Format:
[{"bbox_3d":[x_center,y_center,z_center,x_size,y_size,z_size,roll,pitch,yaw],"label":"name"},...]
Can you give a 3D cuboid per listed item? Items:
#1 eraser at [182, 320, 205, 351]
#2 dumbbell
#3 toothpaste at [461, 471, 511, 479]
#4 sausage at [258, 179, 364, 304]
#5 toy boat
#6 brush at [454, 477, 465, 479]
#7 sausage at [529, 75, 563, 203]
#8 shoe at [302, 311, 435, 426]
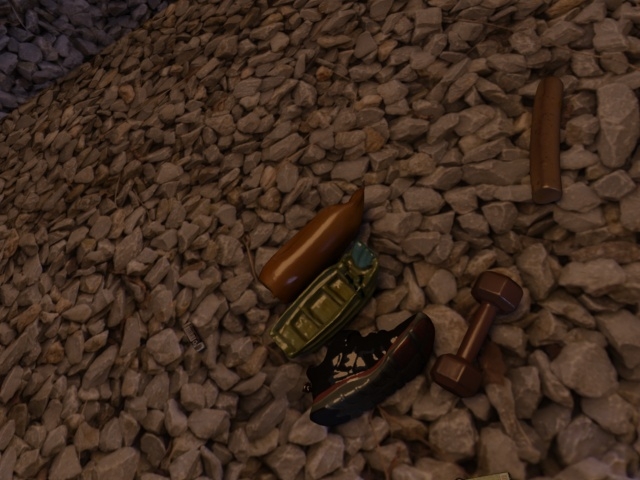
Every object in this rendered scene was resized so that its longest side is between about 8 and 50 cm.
[{"bbox_3d":[-0.298,0.225,1.319,0.027,0.019,0.099,-33,51,-13],"label":"eraser"},{"bbox_3d":[0.281,0.165,1.009,0.082,0.092,0.231,29,76,8],"label":"dumbbell"},{"bbox_3d":[0.268,0.395,0.918,0.083,0.017,0.020,-18,57,17],"label":"toothpaste"},{"bbox_3d":[0.002,0.001,1.239,0.328,0.112,0.112,-46,51,-5],"label":"sausage"},{"bbox_3d":[0.020,0.130,1.174,0.276,0.084,0.111,-47,54,-1],"label":"toy boat"},{"bbox_3d":[0.290,0.439,0.872,0.193,0.016,0.063,18,94,28],"label":"brush"},{"bbox_3d":[0.467,-0.216,1.159,0.065,0.066,0.301,-2,59,27],"label":"sausage"},{"bbox_3d":[0.086,0.226,1.065,0.291,0.114,0.137,-37,46,7],"label":"shoe"}]
